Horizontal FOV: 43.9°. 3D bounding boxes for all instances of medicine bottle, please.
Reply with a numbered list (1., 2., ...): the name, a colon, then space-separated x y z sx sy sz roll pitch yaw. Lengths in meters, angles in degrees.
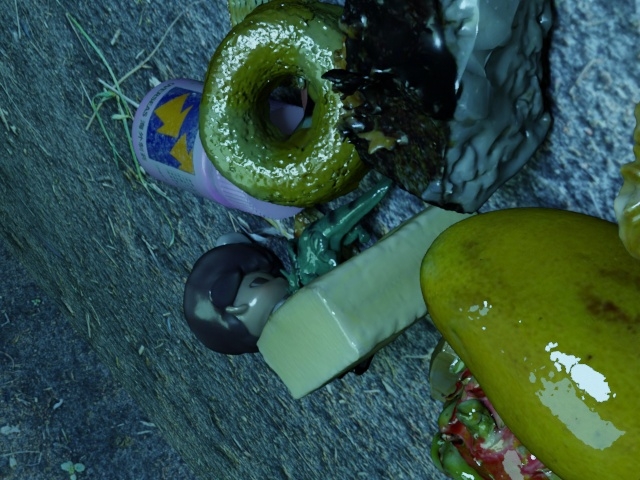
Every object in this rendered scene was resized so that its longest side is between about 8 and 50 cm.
1. medicine bottle: -0.144 -0.145 1.220 0.291 0.178 0.178 22 135 44

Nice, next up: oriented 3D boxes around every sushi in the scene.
1. sushi: 0.105 -0.194 0.794 0.207 0.234 0.348 29 136 39

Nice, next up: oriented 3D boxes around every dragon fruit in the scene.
1. dragon fruit: 0.270 0.255 0.986 0.237 0.231 0.302 -7 124 44

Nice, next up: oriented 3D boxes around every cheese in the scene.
1. cheese: 0.072 0.074 1.045 0.124 0.265 0.242 56 149 4

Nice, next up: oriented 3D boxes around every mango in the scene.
1. mango: 0.273 0.103 0.792 0.378 0.264 0.221 36 146 16

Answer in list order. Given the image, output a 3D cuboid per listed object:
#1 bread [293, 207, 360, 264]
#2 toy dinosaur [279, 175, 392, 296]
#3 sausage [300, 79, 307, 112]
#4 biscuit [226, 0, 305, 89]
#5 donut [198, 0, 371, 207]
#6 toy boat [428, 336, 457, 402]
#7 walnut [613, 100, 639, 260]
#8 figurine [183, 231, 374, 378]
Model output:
1. bread: 0.017 0.018 1.274 0.136 0.054 0.154 26 138 31
2. toy dinosaur: 0.022 0.017 1.169 0.292 0.079 0.120 -38 69 46
3. sausage: 0.008 -0.179 1.093 0.062 0.062 0.154 25 137 40
4. biscuit: -0.082 -0.287 1.106 0.203 0.016 0.144 23 124 58
5. donut: -0.039 -0.166 0.988 0.272 0.107 0.272 3 101 14
6. toy boat: 0.196 0.176 1.159 0.064 0.072 0.206 26 151 16
7. walnut: 0.353 -0.018 0.587 0.222 0.244 0.269 -13 -88 -79
8. figurine: -0.082 0.110 1.365 0.365 0.218 0.206 6 106 38
